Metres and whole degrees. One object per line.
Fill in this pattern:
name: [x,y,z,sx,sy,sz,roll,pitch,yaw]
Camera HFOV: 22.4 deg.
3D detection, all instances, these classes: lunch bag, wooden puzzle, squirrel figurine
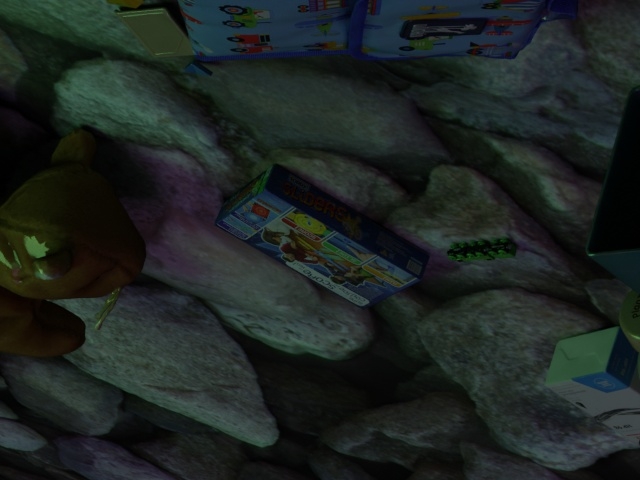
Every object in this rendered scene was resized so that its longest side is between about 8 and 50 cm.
lunch bag: [0.048,-0.206,1.212,0.293,0.138,0.221,9,171,2]
wooden puzzle: [-0.151,-0.198,1.521,0.079,0.014,0.116,10,152,32]
squirrel figurine: [-0.402,-0.004,1.801,0.370,0.281,0.397,-17,137,43]

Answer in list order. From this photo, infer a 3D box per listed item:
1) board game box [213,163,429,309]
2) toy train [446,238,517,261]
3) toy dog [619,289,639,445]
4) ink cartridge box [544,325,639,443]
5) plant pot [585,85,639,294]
board game box: [0.000,0.000,1.754,0.201,0.035,0.136,30,152,-17]
toy train: [0.167,0.012,1.673,0.083,0.017,0.024,-7,152,45]
toy dog: [0.429,0.137,1.549,0.220,0.161,0.334,36,151,-27]
ink cartridge box: [0.351,0.169,1.781,0.180,0.060,0.104,33,152,-22]
plant pot: [0.364,-0.005,1.333,0.166,0.165,0.234,-6,145,43]
